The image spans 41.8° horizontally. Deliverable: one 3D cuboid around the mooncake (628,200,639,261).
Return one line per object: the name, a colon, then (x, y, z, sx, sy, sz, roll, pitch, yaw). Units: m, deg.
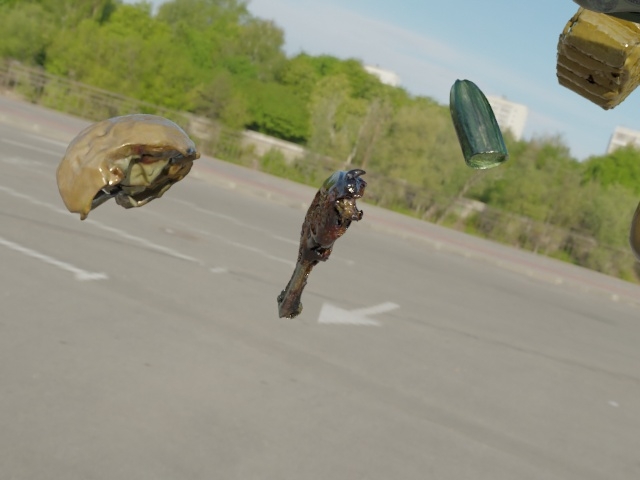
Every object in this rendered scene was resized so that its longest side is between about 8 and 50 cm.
mooncake: (0.475, -0.056, 0.979, 0.234, 0.235, 0.117, 10, 20, -47)

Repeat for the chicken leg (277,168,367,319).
chicken leg: (0.000, 0.000, 1.029, 0.051, 0.253, 0.106, 19, 45, -8)

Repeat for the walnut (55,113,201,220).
walnut: (-0.317, -0.138, 1.380, 0.141, 0.204, 0.238, 58, 17, 4)

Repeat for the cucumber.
cucumber: (0.169, -0.130, 0.923, 0.048, 0.105, 0.048, -13, -19, -4)

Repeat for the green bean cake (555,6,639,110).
green bean cake: (0.481, -0.333, 1.296, 0.131, 0.230, 0.224, 40, -1, 19)

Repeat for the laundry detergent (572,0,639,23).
laundry detergent: (0.407, -0.300, 1.005, 0.210, 0.063, 0.137, 24, -14, 23)
